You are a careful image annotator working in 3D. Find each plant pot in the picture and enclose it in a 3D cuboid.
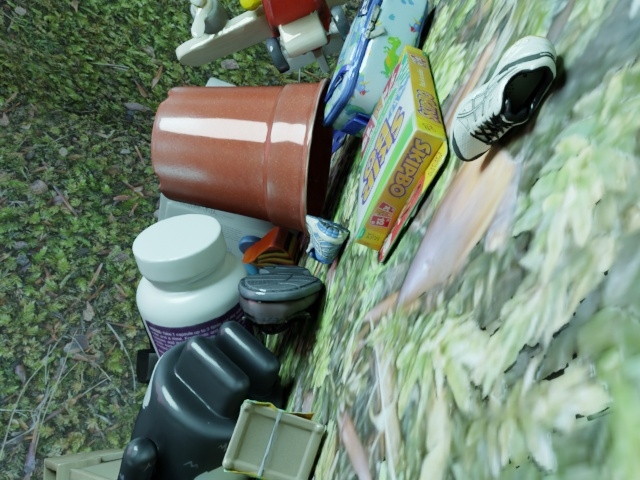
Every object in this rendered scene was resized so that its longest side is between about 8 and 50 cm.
[{"bbox_3d":[-0.128,-0.155,0.901,0.272,0.265,0.272,8,-90,-83],"label":"plant pot"}]

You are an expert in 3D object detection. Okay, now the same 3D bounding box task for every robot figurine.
[{"bbox_3d":[-0.150,0.244,0.679,0.278,0.209,0.173,-65,26,25],"label":"robot figurine"}]

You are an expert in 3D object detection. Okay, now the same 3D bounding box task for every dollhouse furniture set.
[{"bbox_3d":[-0.054,0.211,0.448,0.058,0.076,0.151,159,131,-78],"label":"dollhouse furniture set"},{"bbox_3d":[-0.292,0.500,0.816,0.287,0.198,0.303,-13,75,44],"label":"dollhouse furniture set"}]

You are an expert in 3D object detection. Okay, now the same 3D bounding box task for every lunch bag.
[{"bbox_3d":[0.068,-0.240,0.733,0.219,0.090,0.175,-161,89,-83],"label":"lunch bag"}]

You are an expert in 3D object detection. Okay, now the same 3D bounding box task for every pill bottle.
[{"bbox_3d":[-0.182,0.118,0.803,0.169,0.170,0.301,-82,-14,-56],"label":"pill bottle"}]

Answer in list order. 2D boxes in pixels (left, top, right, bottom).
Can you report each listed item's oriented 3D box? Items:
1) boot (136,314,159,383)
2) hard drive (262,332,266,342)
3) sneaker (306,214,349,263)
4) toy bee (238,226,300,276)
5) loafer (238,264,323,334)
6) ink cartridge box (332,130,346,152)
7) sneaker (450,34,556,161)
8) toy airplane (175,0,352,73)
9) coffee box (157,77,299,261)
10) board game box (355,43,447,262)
[{"bbox_3d":[-0.269,0.199,1.207,0.096,0.281,0.263,-2,83,46],"label":"boot"},{"bbox_3d":[-0.183,0.326,1.055,0.339,0.064,0.236,-94,26,-73],"label":"hard drive"},{"bbox_3d":[0.000,0.000,0.711,0.135,0.052,0.058,-122,49,-80],"label":"sneaker"},{"bbox_3d":[-0.129,0.060,1.173,0.298,0.162,0.195,2,61,56],"label":"toy bee"},{"bbox_3d":[-0.053,0.091,0.733,0.302,0.109,0.095,-119,31,-87],"label":"loafer"},{"bbox_3d":[0.051,-0.310,1.160,0.223,0.045,0.223,-175,105,-81],"label":"ink cartridge box"},{"bbox_3d":[0.100,-0.074,0.294,0.036,0.032,0.083,-77,11,-46],"label":"sneaker"},{"bbox_3d":[-0.048,-0.457,0.973,0.386,0.272,0.385,-31,13,-34],"label":"toy airplane"},{"bbox_3d":[-0.199,-0.149,1.349,0.338,0.338,0.334,116,170,-49],"label":"coffee box"},{"bbox_3d":[0.076,-0.100,0.525,0.259,0.039,0.124,-85,17,-53],"label":"board game box"}]
